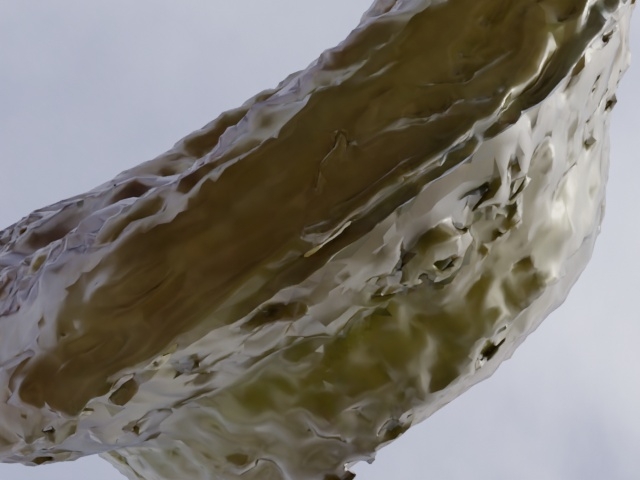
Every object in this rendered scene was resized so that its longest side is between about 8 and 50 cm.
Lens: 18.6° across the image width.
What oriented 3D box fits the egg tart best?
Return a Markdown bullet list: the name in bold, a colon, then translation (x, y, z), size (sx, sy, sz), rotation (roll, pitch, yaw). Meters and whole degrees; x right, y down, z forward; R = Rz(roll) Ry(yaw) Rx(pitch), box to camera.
- **egg tart**: translation (0.000, 0.000, 0.932), size (0.443, 0.443, 0.178), rotation (-36, -82, -4)
